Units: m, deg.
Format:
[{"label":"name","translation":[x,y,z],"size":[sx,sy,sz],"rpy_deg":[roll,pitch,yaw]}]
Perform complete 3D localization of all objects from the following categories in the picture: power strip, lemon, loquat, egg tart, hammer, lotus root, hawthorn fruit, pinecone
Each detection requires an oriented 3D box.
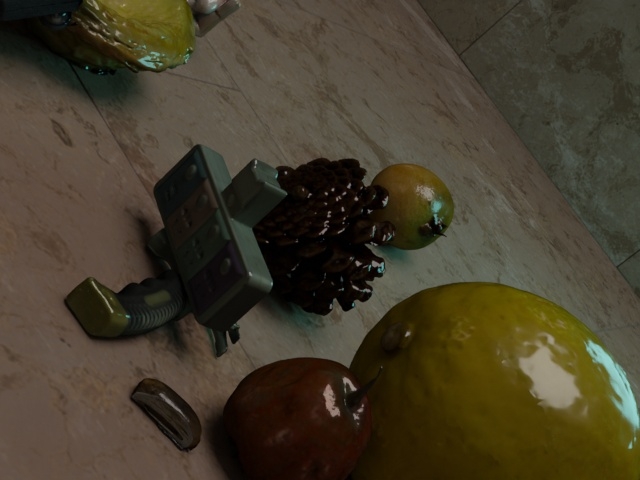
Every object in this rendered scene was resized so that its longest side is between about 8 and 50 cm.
[{"label":"power strip","translation":[-0.098,-0.022,1.257],"size":[0.061,0.145,0.216],"rpy_deg":[24,32,-44]},{"label":"lemon","translation":[0.184,0.211,1.279],"size":[0.348,0.348,0.348],"rpy_deg":[40,23,-22]},{"label":"loquat","translation":[0.146,-0.055,1.895],"size":[0.163,0.137,0.163],"rpy_deg":[50,5,-5]},{"label":"egg tart","translation":[-0.300,-0.324,1.498],"size":[0.315,0.120,0.315],"rpy_deg":[37,32,-28]},{"label":"hammer","translation":[-0.175,0.063,1.220],"size":[0.159,0.041,0.226],"rpy_deg":[52,21,11]},{"label":"lotus root","translation":[-0.144,0.165,1.125],"size":[0.083,0.030,0.037],"rpy_deg":[47,21,-7]},{"label":"hawthorn fruit","translation":[-0.004,0.190,1.170],"size":[0.149,0.189,0.149],"rpy_deg":[-8,90,-70]},{"label":"pinecone","translation":[0.000,0.000,1.477],"size":[0.208,0.208,0.208],"rpy_deg":[40,23,-22]}]

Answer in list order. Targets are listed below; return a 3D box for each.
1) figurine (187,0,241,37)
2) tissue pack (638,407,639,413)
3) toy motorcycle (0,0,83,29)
[{"label":"figurine","translation":[-0.238,-0.407,1.730],"size":[0.237,0.141,0.162],"rpy_deg":[33,22,-34]},{"label":"tissue pack","translation":[0.475,0.404,1.643],"size":[0.236,0.229,0.333],"rpy_deg":[39,24,-30]},{"label":"toy motorcycle","translation":[-0.336,-0.330,1.297],"size":[0.307,0.108,0.173],"rpy_deg":[-16,76,-22]}]
